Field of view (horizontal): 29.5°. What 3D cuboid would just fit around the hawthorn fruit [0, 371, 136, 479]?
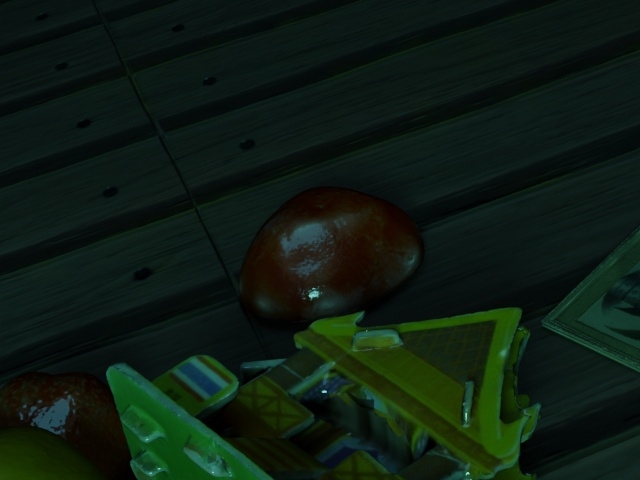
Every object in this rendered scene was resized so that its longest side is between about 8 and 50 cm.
[{"bbox_3d":[-0.210,0.180,0.990,0.132,0.133,0.138,0,55,15],"label":"hawthorn fruit"}]

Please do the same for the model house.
[{"bbox_3d":[0.084,0.172,0.829,0.313,0.242,0.357,-32,40,-27],"label":"model house"}]

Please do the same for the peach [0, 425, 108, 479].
[{"bbox_3d":[-0.239,0.251,0.848,0.251,0.153,0.251,-9,60,16],"label":"peach"}]

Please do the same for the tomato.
[{"bbox_3d":[0.002,0.005,1.178,0.166,0.082,0.174,15,44,30],"label":"tomato"}]

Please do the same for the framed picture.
[{"bbox_3d":[0.336,0.068,1.061,0.231,0.010,0.173,25,52,38],"label":"framed picture"}]
